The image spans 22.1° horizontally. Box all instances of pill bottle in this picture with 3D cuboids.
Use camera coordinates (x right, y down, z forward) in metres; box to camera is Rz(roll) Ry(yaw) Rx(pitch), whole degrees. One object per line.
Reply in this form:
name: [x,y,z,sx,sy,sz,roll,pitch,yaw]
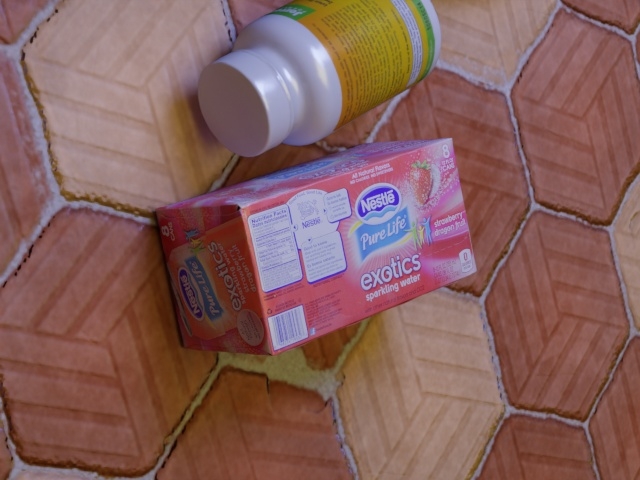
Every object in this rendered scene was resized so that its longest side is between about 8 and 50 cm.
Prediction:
pill bottle: [-0.003,-0.178,1.660,0.246,0.136,0.136,-33,112,-37]

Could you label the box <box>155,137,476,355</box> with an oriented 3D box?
box: [0.000,0.000,1.661,0.300,0.142,0.154,-21,104,-40]
